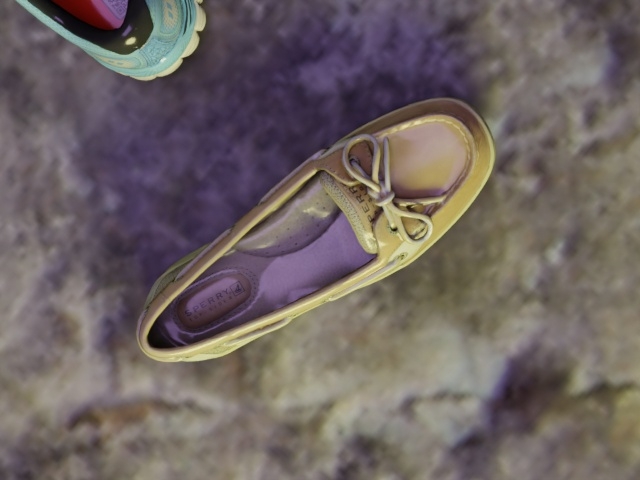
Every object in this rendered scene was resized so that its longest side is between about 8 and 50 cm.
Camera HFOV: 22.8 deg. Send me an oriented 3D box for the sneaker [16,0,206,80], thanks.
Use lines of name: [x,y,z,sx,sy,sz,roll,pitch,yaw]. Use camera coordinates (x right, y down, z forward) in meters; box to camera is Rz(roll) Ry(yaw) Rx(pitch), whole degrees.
sneaker: [-0.108,-0.127,0.579,0.162,0.073,0.063,43,99,-1]

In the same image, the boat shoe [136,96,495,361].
boat shoe: [-0.002,-0.001,0.598,0.153,0.048,0.056,-29,94,8]
